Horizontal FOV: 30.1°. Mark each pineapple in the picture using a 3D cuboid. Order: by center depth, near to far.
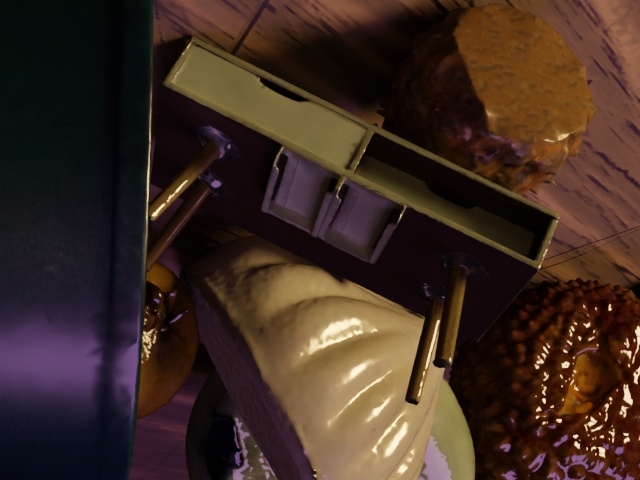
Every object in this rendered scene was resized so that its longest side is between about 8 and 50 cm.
[{"bbox_3d":[0.077,-0.050,0.807,0.128,0.128,0.248,-4,158,-25],"label":"pineapple"}]

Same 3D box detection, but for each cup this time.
[{"bbox_3d":[-0.215,-0.036,0.453,0.292,0.242,0.308,2,153,-10],"label":"cup"}]

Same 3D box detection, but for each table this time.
[{"bbox_3d":[0.000,0.000,0.718,0.240,0.111,0.121,26,152,3],"label":"table"}]

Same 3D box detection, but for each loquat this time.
[{"bbox_3d":[-0.166,0.070,0.896,0.163,0.137,0.163,13,151,7],"label":"loquat"}]

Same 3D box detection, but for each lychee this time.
[{"bbox_3d":[0.251,0.175,1.264,0.267,0.267,0.267,-13,157,-6],"label":"lychee"}]

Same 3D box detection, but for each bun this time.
[{"bbox_3d":[0.016,0.098,0.956,0.175,0.263,0.263,-28,160,-13],"label":"bun"},{"bbox_3d":[0.011,0.191,1.205,0.293,0.187,0.293,1,123,2],"label":"bun"}]
